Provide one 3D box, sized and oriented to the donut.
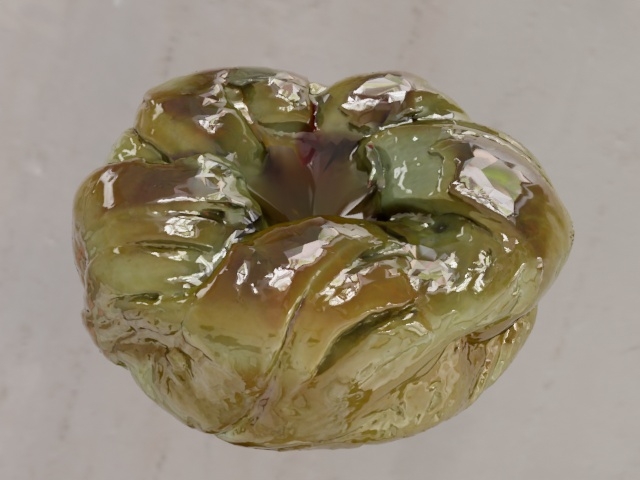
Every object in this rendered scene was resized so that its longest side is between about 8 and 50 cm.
[{"bbox_3d":[0.000,0.000,1.327,0.360,0.360,0.170,25,134,24],"label":"donut"}]
